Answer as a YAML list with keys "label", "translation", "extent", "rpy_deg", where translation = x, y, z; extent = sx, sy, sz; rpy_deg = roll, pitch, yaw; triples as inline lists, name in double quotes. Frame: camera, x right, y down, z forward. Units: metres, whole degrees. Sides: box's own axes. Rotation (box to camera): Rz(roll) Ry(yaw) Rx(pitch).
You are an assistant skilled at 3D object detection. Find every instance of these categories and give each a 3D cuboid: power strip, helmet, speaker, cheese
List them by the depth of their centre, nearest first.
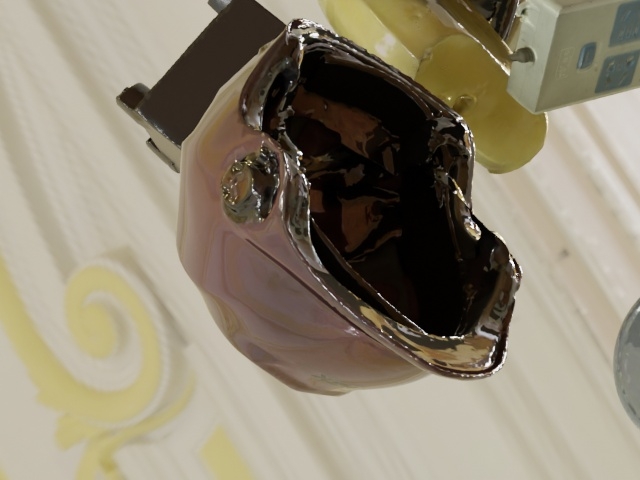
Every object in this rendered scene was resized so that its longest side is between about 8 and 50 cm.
- label: "helmet"
  translation: [0.000, 0.000, 1.276]
  extent: [0.271, 0.197, 0.338]
  rpy_deg: [23, -135, -40]
- label: "power strip"
  translation: [0.305, -0.191, 1.412]
  extent: [0.367, 0.106, 0.043]
  rpy_deg: [-16, -137, -29]
- label: "cheese"
  translation: [0.097, -0.210, 1.643]
  extent: [0.259, 0.128, 0.316]
  rpy_deg: [41, -171, -42]
- label: "speaker"
  translation: [-0.056, -0.108, 1.723]
  extent: [0.254, 0.232, 0.184]
  rpy_deg: [39, -97, 11]

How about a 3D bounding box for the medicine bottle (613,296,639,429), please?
- label: "medicine bottle"
  translation: [0.505, 0.157, 1.896]
  extent: [0.306, 0.245, 0.245]
  rpy_deg: [15, -126, -47]

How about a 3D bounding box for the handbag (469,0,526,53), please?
- label: "handbag"
  translation: [0.154, -0.251, 2.014]
  extent: [0.181, 0.254, 0.181]
  rpy_deg: [42, -119, -51]
